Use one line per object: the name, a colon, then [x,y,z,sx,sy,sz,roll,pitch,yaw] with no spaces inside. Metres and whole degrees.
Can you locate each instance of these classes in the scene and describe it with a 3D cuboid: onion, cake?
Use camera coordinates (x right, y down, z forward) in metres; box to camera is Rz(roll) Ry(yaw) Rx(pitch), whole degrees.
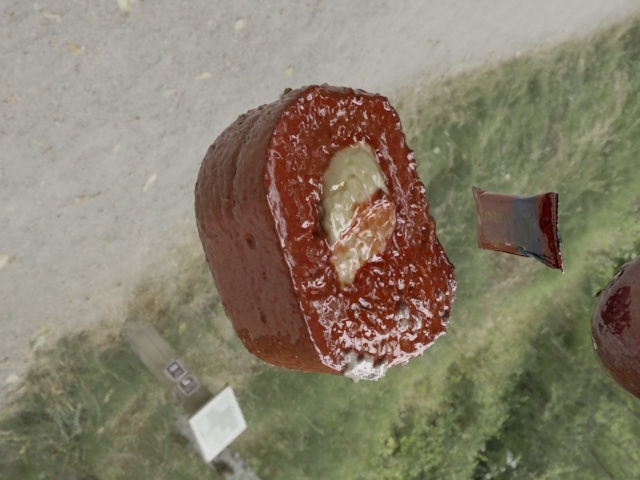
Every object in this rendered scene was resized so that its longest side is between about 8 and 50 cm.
onion: [0.313,0.088,0.519,0.159,0.195,0.159,-20,143,-16]
cake: [0.000,0.000,0.615,0.177,0.283,0.151,-30,-163,-38]

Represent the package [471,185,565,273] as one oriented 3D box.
package: [0.219,-0.018,0.751,0.022,0.083,0.200,-13,-171,-10]
